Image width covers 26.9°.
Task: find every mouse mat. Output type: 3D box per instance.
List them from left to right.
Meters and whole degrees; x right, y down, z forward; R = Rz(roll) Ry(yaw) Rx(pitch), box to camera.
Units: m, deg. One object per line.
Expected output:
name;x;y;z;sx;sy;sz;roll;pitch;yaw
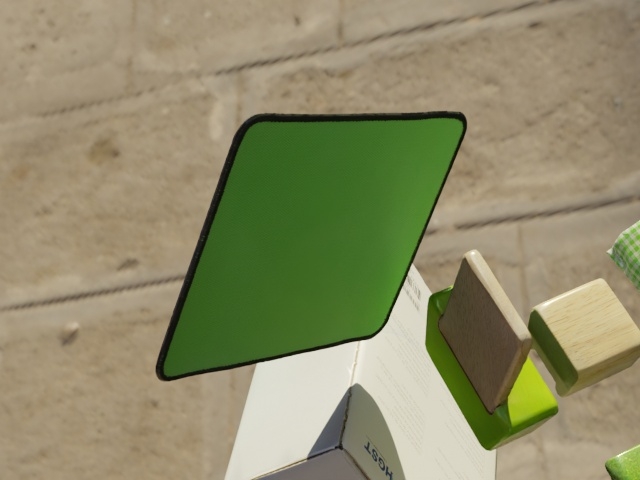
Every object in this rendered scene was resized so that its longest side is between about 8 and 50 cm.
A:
mouse mat;0.000;0.000;0.712;0.007;0.190;0.152;36;116;32

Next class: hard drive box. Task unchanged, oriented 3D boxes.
hard drive box;0.038;0.131;0.890;0.089;0.181;0.232;-24;26;23

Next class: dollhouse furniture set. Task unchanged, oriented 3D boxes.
dollhouse furniture set;0.237;0.041;0.746;0.302;0.151;0.197;-21;63;-16
